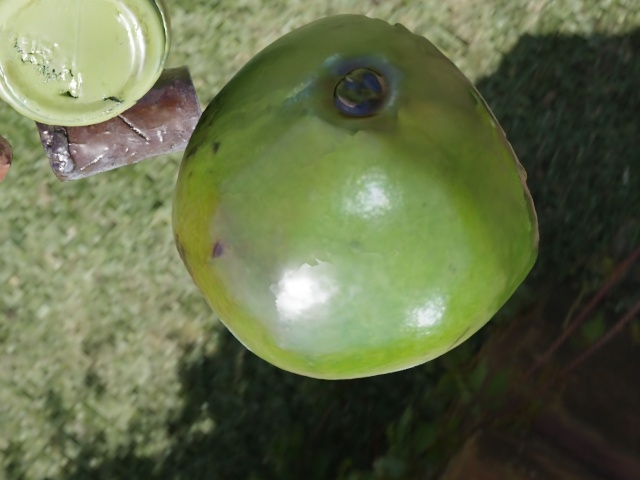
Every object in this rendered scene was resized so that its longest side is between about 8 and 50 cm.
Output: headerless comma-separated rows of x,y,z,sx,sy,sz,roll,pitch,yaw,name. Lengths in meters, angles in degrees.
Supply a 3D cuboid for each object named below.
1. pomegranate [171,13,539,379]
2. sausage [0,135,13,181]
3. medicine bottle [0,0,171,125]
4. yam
-0.006,-0.011,1.024,0.190,0.159,0.241,58,161,-17,pomegranate
-0.209,-0.013,0.968,0.030,0.035,0.147,34,130,-28,sausage
-0.175,-0.174,1.268,0.124,0.239,0.124,-6,118,-11,medicine bottle
-0.171,-0.100,1.600,0.141,0.079,0.079,-15,113,-1,yam
